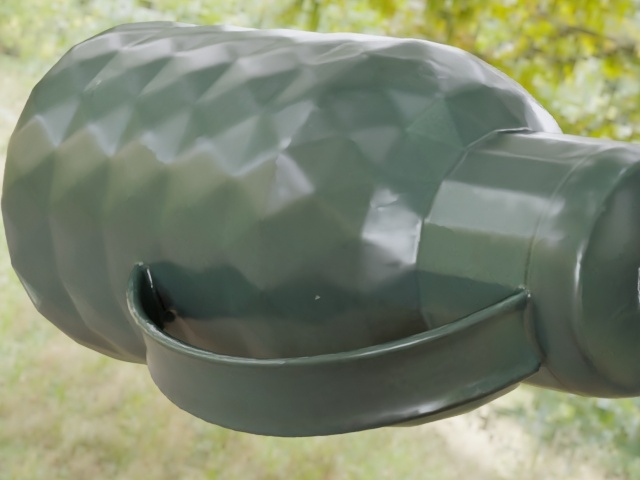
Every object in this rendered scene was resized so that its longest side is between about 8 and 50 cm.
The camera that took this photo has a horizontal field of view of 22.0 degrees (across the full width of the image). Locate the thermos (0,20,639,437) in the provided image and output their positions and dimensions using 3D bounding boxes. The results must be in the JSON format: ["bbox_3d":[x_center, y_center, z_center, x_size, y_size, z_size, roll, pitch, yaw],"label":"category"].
[{"bbox_3d":[0.000,0.000,0.594,0.182,0.145,0.286,-30,25,-32],"label":"thermos"}]
